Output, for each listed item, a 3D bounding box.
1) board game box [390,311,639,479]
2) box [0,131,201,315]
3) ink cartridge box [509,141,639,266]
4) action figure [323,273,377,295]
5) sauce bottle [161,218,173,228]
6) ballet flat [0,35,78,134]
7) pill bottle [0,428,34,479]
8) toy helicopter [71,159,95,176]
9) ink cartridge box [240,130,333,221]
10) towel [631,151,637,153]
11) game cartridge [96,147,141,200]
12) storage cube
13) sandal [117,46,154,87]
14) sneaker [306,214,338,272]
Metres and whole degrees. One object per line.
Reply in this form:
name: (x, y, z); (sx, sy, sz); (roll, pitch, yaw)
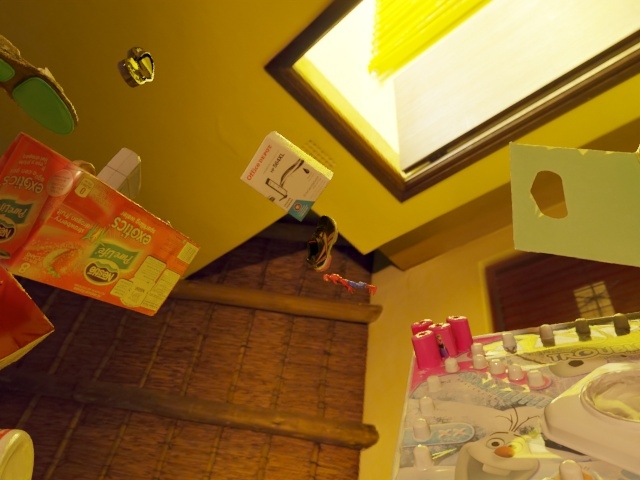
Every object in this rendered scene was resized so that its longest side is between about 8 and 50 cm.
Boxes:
board game box: (0.246, 0.119, 0.348); (0.390, 0.390, 0.050); (-36, -68, -71)
box: (-0.342, -0.005, 0.693); (0.154, 0.142, 0.300); (-58, -22, -8)
ink cartridge box: (0.285, -0.045, 0.369); (0.171, 0.235, 0.056); (-68, -16, -45)
action figure: (0.060, 0.092, 0.954); (0.115, 0.038, 0.030); (20, -90, -15)
sauce bottle: (-0.533, -0.023, 1.605); (0.128, 0.042, 0.042); (73, -163, -49)
ballet flat: (-1.010, -0.563, 1.509); (0.483, 0.164, 0.182); (47, -157, -55)
pill bottle: (-0.794, 0.479, 0.880); (0.363, 0.210, 0.210); (5, -123, -11)
toy helicopter: (-0.760, -0.105, 1.242); (0.235, 0.140, 0.355); (80, -150, -50)
ink cartridge box: (-0.091, -0.173, 1.224); (0.203, 0.148, 0.086); (34, -157, -6)
towel: (0.633, -0.119, 0.688); (0.209, 0.285, 0.034); (16, -103, -15)
game cartridge: (-0.477, -0.048, 0.962); (0.062, 0.198, 0.297); (33, -111, -15)
storage cube: (-0.755, 0.198, 0.987); (0.193, 0.215, 0.183); (54, -156, -4)
sandal: (-0.503, -0.489, 1.280); (0.254, 0.054, 0.097); (-107, -9, -55)
sneaker: (0.000, 0.000, 1.350); (0.077, 0.072, 0.178); (34, -127, -44)
